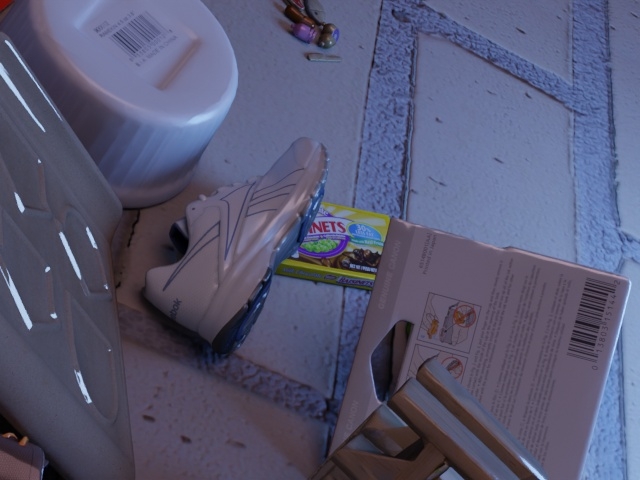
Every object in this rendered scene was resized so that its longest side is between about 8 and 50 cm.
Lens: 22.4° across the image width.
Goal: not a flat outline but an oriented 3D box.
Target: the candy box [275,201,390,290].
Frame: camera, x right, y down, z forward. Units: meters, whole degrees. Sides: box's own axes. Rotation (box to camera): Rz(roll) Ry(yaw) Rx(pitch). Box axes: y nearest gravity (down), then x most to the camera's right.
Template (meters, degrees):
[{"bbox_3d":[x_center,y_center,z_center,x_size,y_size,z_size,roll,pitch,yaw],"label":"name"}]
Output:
[{"bbox_3d":[0.000,0.000,1.855,0.206,0.027,0.105,10,48,-31],"label":"candy box"}]

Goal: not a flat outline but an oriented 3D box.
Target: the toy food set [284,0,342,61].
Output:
[{"bbox_3d":[-0.013,-0.286,2.103,0.078,0.019,0.122,-4,58,-40],"label":"toy food set"}]

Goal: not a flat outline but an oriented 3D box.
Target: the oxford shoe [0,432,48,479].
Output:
[{"bbox_3d":[-0.304,0.188,1.341,0.132,0.130,0.364,-34,87,-13],"label":"oxford shoe"}]

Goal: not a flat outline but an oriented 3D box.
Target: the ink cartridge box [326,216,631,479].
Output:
[{"bbox_3d":[0.160,0.149,1.688,0.261,0.066,0.296,15,87,0],"label":"ink cartridge box"}]

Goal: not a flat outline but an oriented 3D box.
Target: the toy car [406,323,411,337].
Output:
[{"bbox_3d":[0.212,0.106,1.804,0.155,0.188,0.149,21,45,-23],"label":"toy car"}]

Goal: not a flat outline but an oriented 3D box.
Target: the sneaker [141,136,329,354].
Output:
[{"bbox_3d":[-0.082,-0.018,1.724,0.129,0.111,0.297,26,49,7],"label":"sneaker"}]

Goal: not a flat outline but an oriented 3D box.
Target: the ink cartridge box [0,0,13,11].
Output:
[{"bbox_3d":[-0.478,-0.307,1.726,0.275,0.060,0.239,38,41,-4],"label":"ink cartridge box"}]

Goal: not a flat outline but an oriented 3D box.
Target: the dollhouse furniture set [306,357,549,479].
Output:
[{"bbox_3d":[0.063,0.313,1.392,0.256,0.362,0.394,44,10,5],"label":"dollhouse furniture set"}]

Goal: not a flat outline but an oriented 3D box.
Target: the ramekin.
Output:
[{"bbox_3d":[-0.224,-0.183,1.757,0.277,0.135,0.277,21,45,-23],"label":"ramekin"}]

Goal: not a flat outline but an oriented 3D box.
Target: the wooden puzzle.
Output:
[{"bbox_3d":[-0.266,0.034,1.475,0.322,0.080,0.348,62,18,-52],"label":"wooden puzzle"}]
